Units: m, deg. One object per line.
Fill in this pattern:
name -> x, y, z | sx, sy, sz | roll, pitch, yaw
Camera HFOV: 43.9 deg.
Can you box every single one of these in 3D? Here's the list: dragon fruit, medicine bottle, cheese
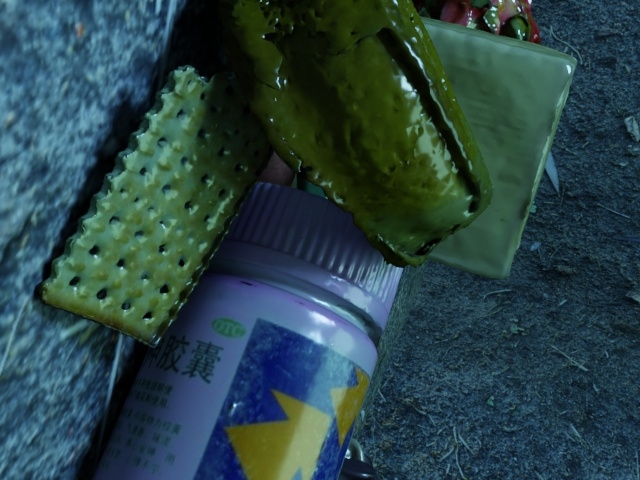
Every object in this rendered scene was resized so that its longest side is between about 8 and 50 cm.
dragon fruit -> 0.176, -0.257, 1.073 | 0.302, 0.231, 0.237 | 85, 11, -87
medicine bottle -> -0.054, 0.117, 0.633 | 0.178, 0.178, 0.290 | 75, 35, -69
cheese -> 0.108, -0.110, 0.851 | 0.124, 0.265, 0.242 | -42, 147, -65

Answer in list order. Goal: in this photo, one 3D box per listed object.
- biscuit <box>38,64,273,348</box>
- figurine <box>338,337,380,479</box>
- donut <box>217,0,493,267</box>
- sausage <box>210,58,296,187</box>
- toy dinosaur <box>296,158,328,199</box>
biscuit -> -0.091, -0.031, 0.517 | 0.203, 0.016, 0.144 | -61, 153, -6
figurine -> -0.019, 0.217, 0.914 | 0.206, 0.218, 0.365 | 34, 61, -59
donut -> 0.044, -0.114, 0.588 | 0.272, 0.107, 0.272 | 50, 25, -34
sausage -> -0.054, -0.083, 0.642 | 0.154, 0.062, 0.062 | 79, 30, -64
toy dinosaur -> 0.010, -0.005, 0.827 | 0.120, 0.079, 0.292 | -25, 119, -52
